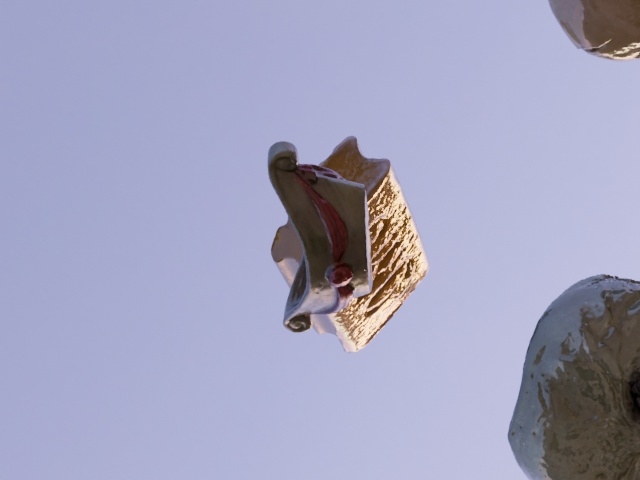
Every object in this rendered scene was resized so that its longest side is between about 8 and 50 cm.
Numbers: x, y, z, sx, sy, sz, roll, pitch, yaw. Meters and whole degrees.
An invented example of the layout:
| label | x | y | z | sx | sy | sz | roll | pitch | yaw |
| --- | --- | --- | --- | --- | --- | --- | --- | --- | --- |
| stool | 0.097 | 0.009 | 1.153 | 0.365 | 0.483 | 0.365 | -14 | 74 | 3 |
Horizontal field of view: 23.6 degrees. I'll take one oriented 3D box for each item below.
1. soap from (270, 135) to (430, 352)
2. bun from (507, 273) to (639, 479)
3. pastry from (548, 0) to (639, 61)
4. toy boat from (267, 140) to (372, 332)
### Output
| label | x | y | z | sx | sy | sz | roll | pitch | yaw |
| --- | --- | --- | --- | --- | --- | --- | --- | --- | --- |
| soap | 0.031 | 0.010 | 1.570 | 0.140 | 0.073 | 0.232 | -50 | -28 | -13 |
| bun | 0.266 | 0.140 | 1.315 | 0.221 | 0.108 | 0.221 | -7 | -76 | -30 |
| pastry | 0.267 | -0.235 | 1.336 | 0.156 | 0.092 | 0.156 | 1 | -92 | -21 |
| toy boat | 0.001 | 0.001 | 1.135 | 0.071 | 0.089 | 0.185 | -1 | -46 | 4 |
